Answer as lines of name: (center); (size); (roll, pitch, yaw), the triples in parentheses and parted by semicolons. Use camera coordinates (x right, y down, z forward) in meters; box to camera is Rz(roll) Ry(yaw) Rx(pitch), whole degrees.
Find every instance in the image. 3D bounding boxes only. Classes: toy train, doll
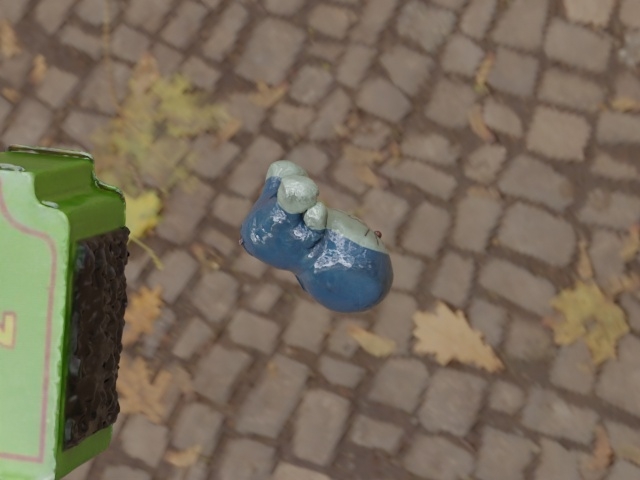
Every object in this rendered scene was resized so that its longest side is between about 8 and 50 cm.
toy train: (-0.292, 0.053, 1.494); (0.248, 0.173, 0.307); (6, 98, 14)
doll: (0.000, 0.000, 0.889); (0.083, 0.076, 0.050); (36, 98, -16)
